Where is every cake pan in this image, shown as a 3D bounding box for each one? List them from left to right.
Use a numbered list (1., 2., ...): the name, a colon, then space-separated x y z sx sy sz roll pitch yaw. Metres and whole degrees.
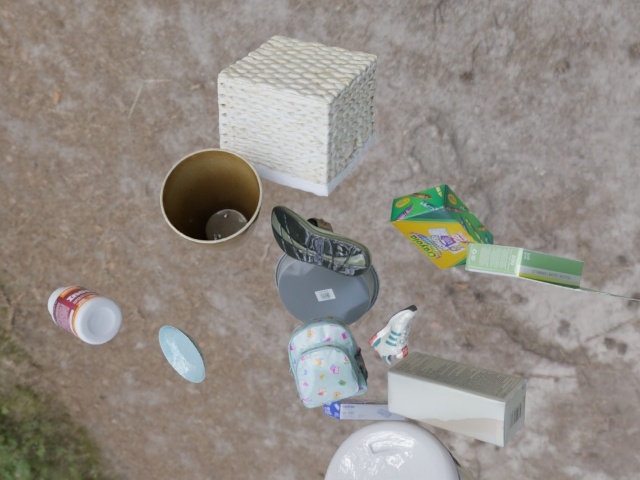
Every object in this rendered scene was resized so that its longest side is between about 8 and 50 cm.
1. cake pan: 0.014 0.129 1.866 0.293 0.054 0.293 5 125 8

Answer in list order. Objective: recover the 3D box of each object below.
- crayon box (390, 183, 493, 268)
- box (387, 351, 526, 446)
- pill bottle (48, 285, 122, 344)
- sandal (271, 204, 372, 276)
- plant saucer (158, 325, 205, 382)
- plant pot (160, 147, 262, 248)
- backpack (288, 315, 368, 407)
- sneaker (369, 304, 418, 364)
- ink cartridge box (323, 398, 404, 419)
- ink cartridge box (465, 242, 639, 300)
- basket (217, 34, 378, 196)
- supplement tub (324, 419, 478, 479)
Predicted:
1. crayon box: 0.336 -0.031 1.871 0.165 0.081 0.278 -15 141 37
2. box: 0.332 0.383 1.692 0.311 0.148 0.121 9 109 36
3. pill bottle: -0.430 0.129 1.236 0.152 0.086 0.086 12 139 45
4. sandal: 0.001 0.002 1.716 0.303 0.086 0.120 26 125 22
5. plant saucer: -0.392 0.322 1.991 0.195 0.037 0.195 23 130 31
6. plant pot: -0.251 -0.068 1.699 0.237 0.237 0.254 19 163 7
7. backpack: 0.010 0.269 1.538 0.166 0.144 0.188 -16 90 9
8. sneaker: 0.165 0.196 1.403 0.075 0.057 0.161 54 136 18
9. ink cartridge box: 0.122 0.466 1.894 0.207 0.046 0.097 8 174 -27
10. ink cartridge box: 0.386 0.049 1.144 0.171 0.056 0.235 9 179 -34
11. basket: -0.055 -0.334 1.761 0.331 0.328 0.266 17 131 20
12. supplement tub: 0.169 0.479 1.231 0.236 0.235 0.325 -4 148 27
